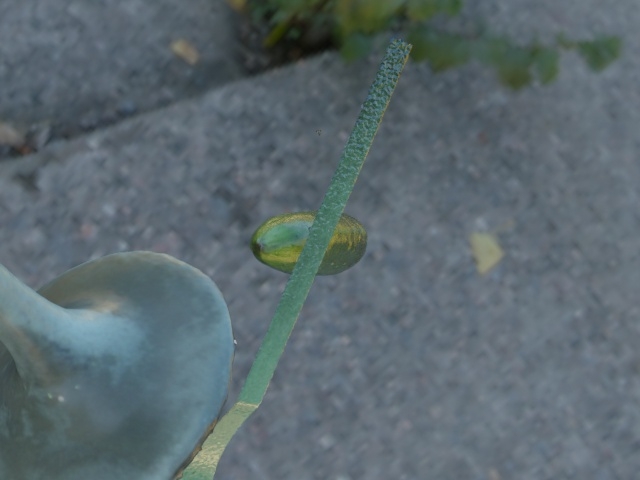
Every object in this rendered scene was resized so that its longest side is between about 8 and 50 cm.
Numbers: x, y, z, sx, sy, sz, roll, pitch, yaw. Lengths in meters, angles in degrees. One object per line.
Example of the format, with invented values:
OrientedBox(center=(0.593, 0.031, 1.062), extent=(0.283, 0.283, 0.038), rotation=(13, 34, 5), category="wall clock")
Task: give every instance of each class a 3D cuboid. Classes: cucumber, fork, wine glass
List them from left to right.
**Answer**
OrientedBox(center=(-0.101, -0.106, 0.489), extent=(0.309, 0.096, 0.264), rotation=(51, 57, -46), category="wine glass")
OrientedBox(center=(-0.020, 0.039, 0.648), extent=(0.039, 0.235, 0.021), rotation=(14, 11, -44), category="fork")
OrientedBox(center=(0.000, 0.000, 1.496), extent=(0.056, 0.056, 0.250), rotation=(54, 13, 8), category="cucumber")
